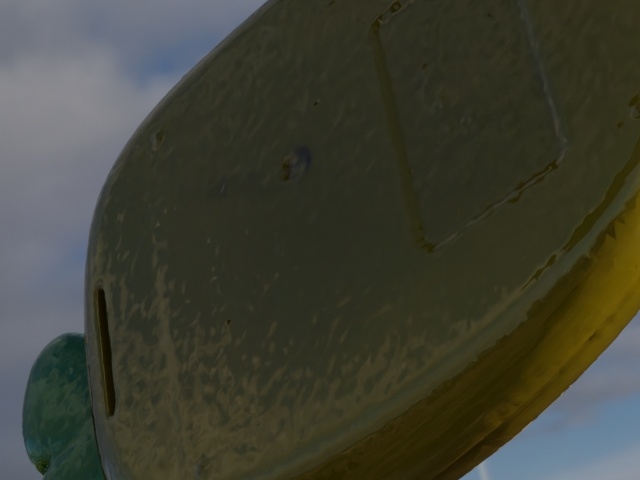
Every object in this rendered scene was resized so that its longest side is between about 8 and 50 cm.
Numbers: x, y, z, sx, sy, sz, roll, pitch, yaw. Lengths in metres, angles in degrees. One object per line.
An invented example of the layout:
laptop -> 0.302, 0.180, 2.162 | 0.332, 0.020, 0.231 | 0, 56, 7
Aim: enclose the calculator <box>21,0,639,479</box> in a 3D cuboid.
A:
calculator -> 0.000, 0.000, 0.435 | 0.032, 0.146, 0.235 | 25, -50, -38
